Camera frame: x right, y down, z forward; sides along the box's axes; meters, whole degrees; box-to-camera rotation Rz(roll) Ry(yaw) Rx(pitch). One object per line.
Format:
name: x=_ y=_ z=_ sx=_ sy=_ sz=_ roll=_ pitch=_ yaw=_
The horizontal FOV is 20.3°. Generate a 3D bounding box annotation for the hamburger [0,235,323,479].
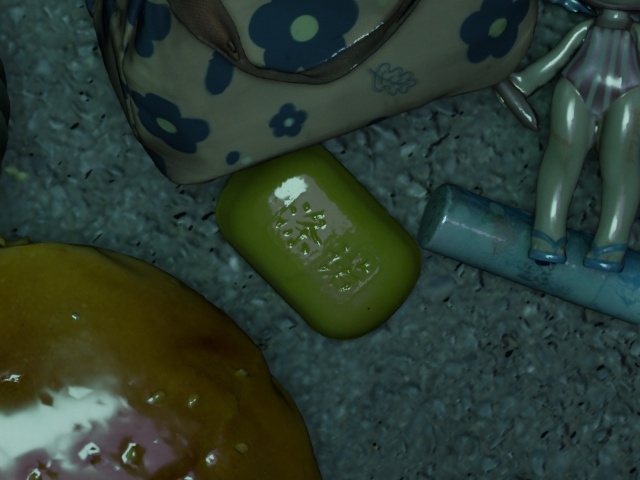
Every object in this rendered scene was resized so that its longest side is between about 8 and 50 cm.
hamburger: x=-0.155 y=0.150 z=1.069 sx=0.290 sy=0.170 sz=0.314 roll=-45 pitch=102 yaw=-8

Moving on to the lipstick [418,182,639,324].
lipstick: x=0.144 y=0.009 z=1.164 sx=0.158 sy=0.048 sz=0.048 roll=19 pitch=94 yaw=-12

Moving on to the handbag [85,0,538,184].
handbag: x=-0.012 y=-0.172 z=1.009 sx=0.251 sy=0.193 sz=0.190 roll=-20 pitch=64 yaw=-8

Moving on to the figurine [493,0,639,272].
figurine: x=0.162 y=-0.112 z=1.127 sx=0.205 sy=0.103 sz=0.260 roll=9 pitch=92 yaw=24

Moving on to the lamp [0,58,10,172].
lamp: x=-0.296 y=-0.066 z=0.979 sx=0.233 sy=0.265 sz=0.233 roll=16 pitch=52 yaw=-21

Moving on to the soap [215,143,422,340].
soap: x=0.000 y=0.000 z=1.136 sx=0.089 sy=0.045 sz=0.140 roll=-43 pitch=104 yaw=8
